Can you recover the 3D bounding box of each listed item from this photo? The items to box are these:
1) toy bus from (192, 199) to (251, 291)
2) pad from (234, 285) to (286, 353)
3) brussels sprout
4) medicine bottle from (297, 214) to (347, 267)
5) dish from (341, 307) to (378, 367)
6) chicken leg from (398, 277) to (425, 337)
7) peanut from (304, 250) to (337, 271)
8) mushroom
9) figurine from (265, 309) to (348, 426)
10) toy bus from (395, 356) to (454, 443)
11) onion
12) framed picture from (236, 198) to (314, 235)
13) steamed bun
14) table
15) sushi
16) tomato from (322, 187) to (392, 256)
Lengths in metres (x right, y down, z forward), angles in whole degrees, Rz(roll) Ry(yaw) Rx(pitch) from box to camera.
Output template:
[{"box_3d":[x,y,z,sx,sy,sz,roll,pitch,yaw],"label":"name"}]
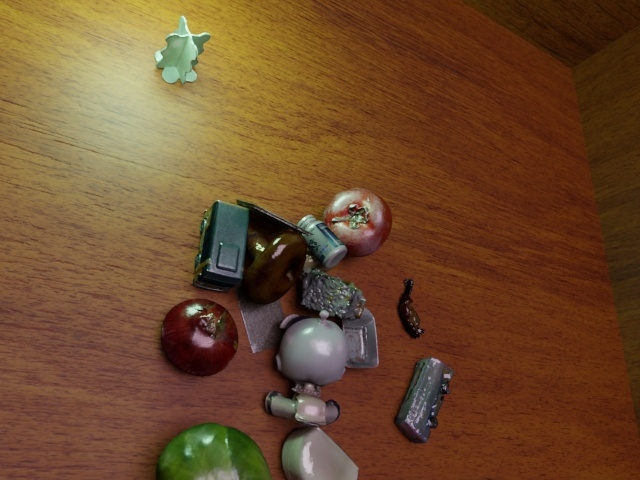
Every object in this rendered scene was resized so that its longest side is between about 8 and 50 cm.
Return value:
[{"box_3d":[-0.324,0.019,1.636,0.138,0.167,0.275,16,65,-27],"label":"toy bus"},{"box_3d":[-0.198,0.259,1.724,0.158,0.003,0.235,-11,78,-34],"label":"pad"},{"box_3d":[-0.269,0.665,1.342,0.354,0.289,0.281,38,52,17],"label":"brussels sprout"},{"box_3d":[0.000,0.000,1.799,0.107,0.107,0.191,-26,65,-36],"label":"medicine bottle"},{"box_3d":[0.133,0.361,1.855,0.154,0.064,0.234,9,69,-29],"label":"dish"},{"box_3d":[0.371,0.278,2.046,0.106,0.051,0.253,9,66,-36],"label":"chicken leg"},{"box_3d":[-0.017,0.079,1.857,0.187,0.082,0.082,8,68,-29],"label":"peanut"},{"box_3d":[-0.178,0.088,1.663,0.267,0.254,0.267,5,90,-72],"label":"mushroom"},{"box_3d":[-0.019,0.428,1.643,0.253,0.211,0.361,19,64,-25],"label":"figurine"},{"box_3d":[0.400,0.609,1.905,0.138,0.112,0.317,39,55,-9],"label":"toy bus"},{"box_3d":[-0.369,0.293,1.521,0.248,0.161,0.248,2,78,-11],"label":"onion"},{"box_3d":[-0.167,-0.078,1.715,0.232,0.296,0.019,27,88,-21],"label":"framed picture"},{"box_3d":[-0.013,0.725,1.573,0.242,0.146,0.164,48,52,-10],"label":"steamed bun"},{"box_3d":[-0.495,-0.680,1.775,0.166,0.198,0.166,12,66,-28],"label":"table"},{"box_3d":[0.029,0.189,1.761,0.274,0.184,0.139,20,90,13],"label":"sushi"},{"box_3d":[0.140,-0.068,1.914,0.270,0.227,0.270,-2,79,9],"label":"tomato"}]
